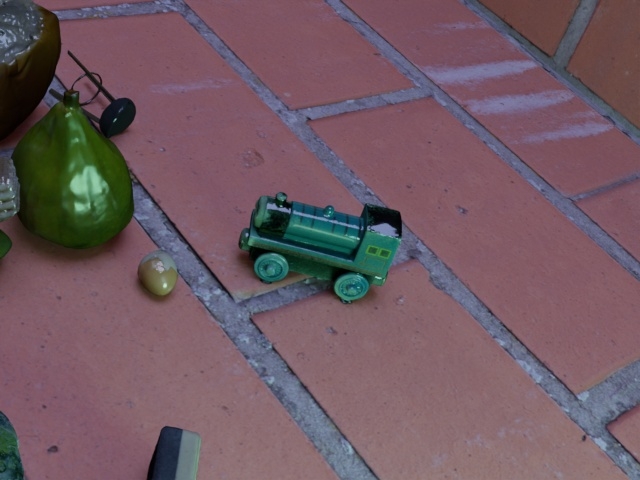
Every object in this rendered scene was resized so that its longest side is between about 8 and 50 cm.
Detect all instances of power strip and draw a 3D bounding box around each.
[{"bbox_3d":[-0.220,0.394,1.434,0.070,0.105,0.256,15,39,-9],"label":"power strip"}]

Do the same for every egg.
[{"bbox_3d":[-0.291,0.060,1.829,0.071,0.071,0.083,-9,50,-33],"label":"egg"}]

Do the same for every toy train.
[{"bbox_3d":[0.000,0.000,1.941,0.298,0.194,0.120,14,40,-9],"label":"toy train"}]

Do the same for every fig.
[{"bbox_3d":[-0.454,-0.138,1.819,0.233,0.314,0.233,-7,28,4],"label":"fig"}]

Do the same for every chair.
[{"bbox_3d":[-0.472,-0.303,2.164,0.221,0.104,0.095,43,25,28],"label":"chair"}]

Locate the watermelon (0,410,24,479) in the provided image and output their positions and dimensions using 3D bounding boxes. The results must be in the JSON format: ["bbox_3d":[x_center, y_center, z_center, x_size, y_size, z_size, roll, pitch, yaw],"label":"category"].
[{"bbox_3d":[-0.491,0.347,1.314,0.224,0.180,0.305,-14,52,-16],"label":"watermelon"}]

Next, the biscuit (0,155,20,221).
[{"bbox_3d":[-0.702,-0.048,1.630,0.426,0.078,0.144,-12,26,-12],"label":"biscuit"}]

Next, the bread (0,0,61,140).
[{"bbox_3d":[-0.644,-0.340,1.988,0.225,0.279,0.250,33,38,-8],"label":"bread"}]

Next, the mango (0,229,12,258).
[{"bbox_3d":[-0.644,0.017,1.696,0.137,0.091,0.237,38,38,24],"label":"mango"}]
